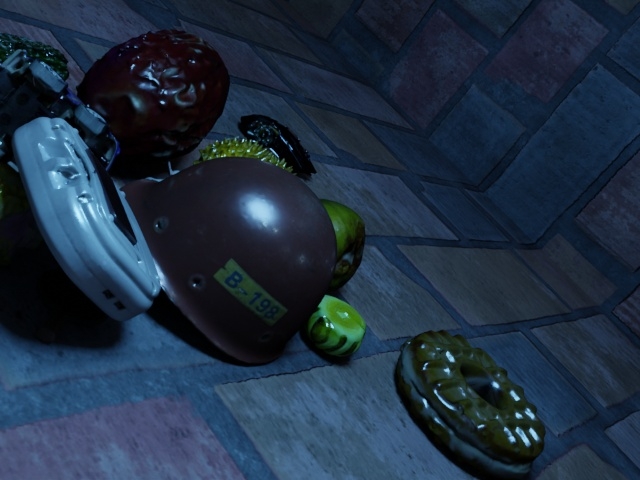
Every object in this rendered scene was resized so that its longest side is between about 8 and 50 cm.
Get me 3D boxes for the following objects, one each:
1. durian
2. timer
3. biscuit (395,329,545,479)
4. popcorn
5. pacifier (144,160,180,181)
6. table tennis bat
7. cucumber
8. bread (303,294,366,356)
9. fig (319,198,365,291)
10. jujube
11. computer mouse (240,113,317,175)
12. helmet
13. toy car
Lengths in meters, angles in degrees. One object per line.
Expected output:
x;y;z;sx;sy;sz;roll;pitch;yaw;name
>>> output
-0.151;-0.145;1.699;0.250;0.183;0.137;-6;80;-67;durian
-0.302;-0.030;1.099;0.262;0.087;0.237;60;-5;33;timer
0.288;0.308;1.588;0.332;0.103;0.332;34;22;-15;biscuit
-0.430;-0.035;1.093;0.145;0.125;0.126;-2;53;-44;popcorn
-0.291;-0.100;1.543;0.078;0.081;0.099;-4;25;-14;pacifier
-0.314;0.051;1.110;0.108;0.119;0.170;32;21;-10;table tennis bat
-0.579;-0.331;1.484;0.096;0.096;0.359;46;23;19;cucumber
0.022;0.156;1.504;0.130;0.071;0.139;35;20;-18;bread
0.000;0.000;1.635;0.181;0.181;0.191;21;20;-38;fig
-0.306;-0.269;1.566;0.258;0.258;0.376;35;19;-9;jujube
-0.101;-0.250;2.116;0.242;0.077;0.146;38;23;-2;computer mouse
-0.110;-0.012;1.340;0.385;0.230;0.337;45;20;-25;helmet
-0.428;-0.172;1.328;0.235;0.172;0.158;43;7;-1;toy car
